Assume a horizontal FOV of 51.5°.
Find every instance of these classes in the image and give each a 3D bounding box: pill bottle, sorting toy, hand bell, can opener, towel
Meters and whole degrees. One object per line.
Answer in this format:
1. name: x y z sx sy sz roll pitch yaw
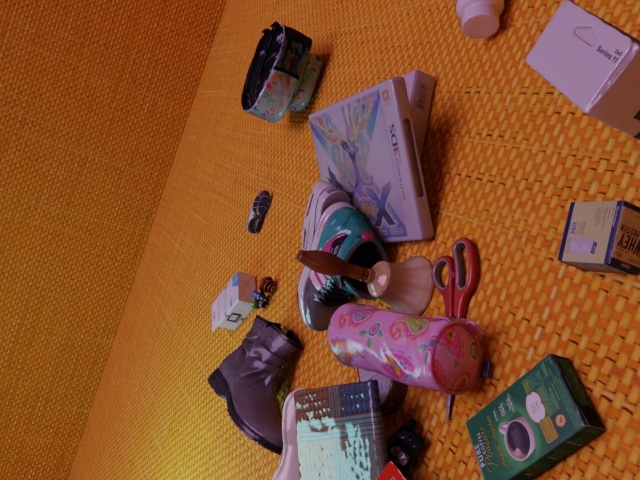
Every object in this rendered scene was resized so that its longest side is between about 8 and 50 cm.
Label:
1. pill bottle: 0.294 -0.456 1.224 0.087 0.087 0.160 -31 48 54
2. sorting toy: -0.148 0.146 1.766 0.042 0.061 0.101 29 111 29
3. hand bell: 0.068 0.056 1.174 0.126 0.242 0.126 -41 40 46
4. can opener: 0.119 0.385 1.104 0.059 0.073 0.186 31 110 23
5. towel: 0.042 0.435 1.134 0.271 0.040 0.369 -26 65 55

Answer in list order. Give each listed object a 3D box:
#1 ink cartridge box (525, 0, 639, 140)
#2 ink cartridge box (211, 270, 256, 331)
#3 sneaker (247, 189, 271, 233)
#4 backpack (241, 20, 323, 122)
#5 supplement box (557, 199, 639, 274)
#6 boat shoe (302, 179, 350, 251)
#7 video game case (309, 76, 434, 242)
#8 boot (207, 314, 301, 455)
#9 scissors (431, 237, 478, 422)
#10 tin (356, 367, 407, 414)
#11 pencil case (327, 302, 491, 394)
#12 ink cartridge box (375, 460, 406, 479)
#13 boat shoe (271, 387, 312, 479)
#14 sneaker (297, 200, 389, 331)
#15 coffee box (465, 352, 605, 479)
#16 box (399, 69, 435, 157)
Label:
1. ink cartridge box: 0.367 -0.182 0.777 0.086 0.209 0.153 -58 29 27
2. ink cartridge box: -0.251 0.185 1.918 0.180 0.060 0.104 -49 36 39
3. sneaker: -0.191 -0.091 1.982 0.135 0.052 0.058 -67 23 11
4. backpack: -0.121 -0.464 1.912 0.253 0.191 0.225 -66 23 -3
5. supplement box: 0.363 -0.004 0.850 0.083 0.056 0.083 4 78 63
6. boat shoe: 0.000 0.000 1.430 0.088 0.096 0.267 45 139 51
7. video game case: 0.091 -0.142 1.338 0.329 0.036 0.299 -5 97 62
8. boot: -0.117 0.316 1.519 0.222 0.118 0.338 -53 46 -1
9. scissors: 0.223 0.137 1.076 0.109 0.021 0.296 -38 42 49
10. tin: 0.109 0.228 1.226 0.106 0.040 0.189 -46 36 35
11. pencil case: 0.133 0.169 1.078 0.284 0.124 0.124 0 75 56
12. ink cartridge box: 0.112 0.474 0.956 0.232 0.066 0.189 44 113 33
13. boat shoe: -0.034 0.446 1.308 0.109 0.091 0.304 4 80 20
14. sneaker: 0.051 0.089 1.336 0.178 0.124 0.295 46 131 52
15. coffee box: 0.277 0.247 0.882 0.184 0.041 0.113 -54 32 33
16. box: 0.116 -0.217 1.456 0.322 0.059 0.232 -10 66 62
